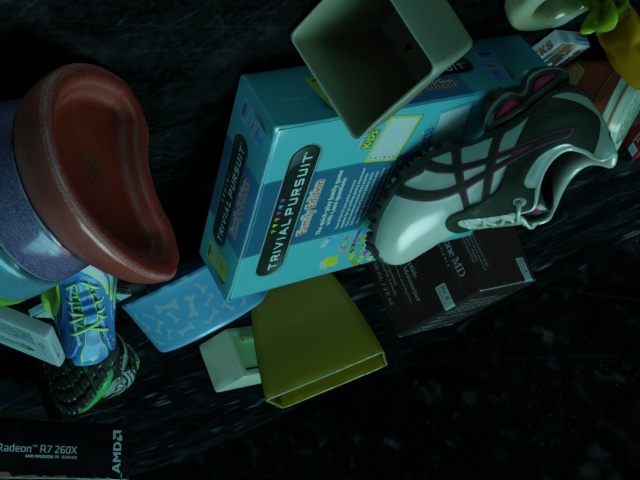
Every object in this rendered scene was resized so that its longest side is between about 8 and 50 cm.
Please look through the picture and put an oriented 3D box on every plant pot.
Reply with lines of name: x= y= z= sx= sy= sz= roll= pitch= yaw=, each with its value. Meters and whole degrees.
plant pot: x=-0.018 y=0.166 z=1.656 sx=0.212 sy=0.187 sz=0.212 roll=-23 pitch=165 yaw=0
plant pot: x=0.061 y=-0.166 z=0.786 sx=0.096 sy=0.109 sz=0.109 roll=-25 pitch=171 yaw=-45

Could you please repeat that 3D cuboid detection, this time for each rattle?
rattle: x=0.225 y=-0.198 z=0.845 sx=0.130 sy=0.142 sz=0.200 roll=-10 pitch=180 yaw=32

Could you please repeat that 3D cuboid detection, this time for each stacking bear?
stacking bear: x=-0.286 y=-0.013 z=0.727 sx=0.289 sy=0.175 sz=0.164 roll=-19 pitch=169 yaw=16

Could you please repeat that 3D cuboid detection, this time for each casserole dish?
casserole dish: x=-0.558 y=0.250 z=1.462 sx=0.114 sy=0.037 sz=0.188 roll=-30 pitch=164 yaw=26

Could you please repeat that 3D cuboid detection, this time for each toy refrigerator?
toy refrigerator: x=-0.111 y=0.230 z=1.912 sx=0.094 sy=0.102 sz=0.269 roll=-32 pitch=162 yaw=32

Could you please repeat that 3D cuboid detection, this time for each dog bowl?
dog bowl: x=-0.140 y=0.062 z=1.156 sx=0.166 sy=0.074 sz=0.297 roll=-27 pitch=-177 yaw=4

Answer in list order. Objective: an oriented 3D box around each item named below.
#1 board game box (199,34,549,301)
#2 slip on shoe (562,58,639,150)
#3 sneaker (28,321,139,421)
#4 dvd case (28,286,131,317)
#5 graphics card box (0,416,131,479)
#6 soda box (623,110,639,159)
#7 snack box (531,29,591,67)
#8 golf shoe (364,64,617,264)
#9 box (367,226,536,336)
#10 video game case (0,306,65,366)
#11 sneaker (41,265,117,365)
board game box: x=0.056 y=-0.079 z=0.989 sx=0.336 sy=0.079 sz=0.254 roll=-14 pitch=145 yaw=-29
slip on shoe: x=0.355 y=-0.177 z=1.192 sx=0.123 sy=0.101 sz=0.331 roll=-67 pitch=163 yaw=13
sneaker: x=-0.340 y=0.176 z=1.392 sx=0.146 sy=0.134 sz=0.343 roll=-23 pitch=176 yaw=-26
dvd case: x=-0.324 y=0.084 z=1.264 sx=0.087 sy=0.013 sz=0.119 roll=-27 pitch=164 yaw=16
graphics card box: x=-0.498 y=0.320 z=1.393 sx=0.371 sy=0.094 sz=0.233 roll=13 pitch=157 yaw=-37
soda box: x=0.492 y=-0.206 z=1.295 sx=0.092 sy=0.083 sz=0.263 roll=-21 pitch=166 yaw=-4
snack box: x=0.229 y=-0.187 z=1.099 sx=0.064 sy=0.022 sz=0.178 roll=-9 pitch=160 yaw=-45
golf shoe: x=0.162 y=-0.051 z=0.932 sx=0.273 sy=0.120 sz=0.105 roll=-42 pitch=150 yaw=18
box: x=0.220 y=0.044 z=1.606 sx=0.167 sy=0.168 sz=0.203 roll=-6 pitch=158 yaw=-44
video game case: x=-0.362 y=0.089 z=1.025 sx=0.157 sy=0.019 sz=0.143 roll=23 pitch=159 yaw=-1
sneaker: x=-0.261 y=0.070 z=1.083 sx=0.091 sy=0.126 sz=0.240 roll=-16 pitch=164 yaw=-26
